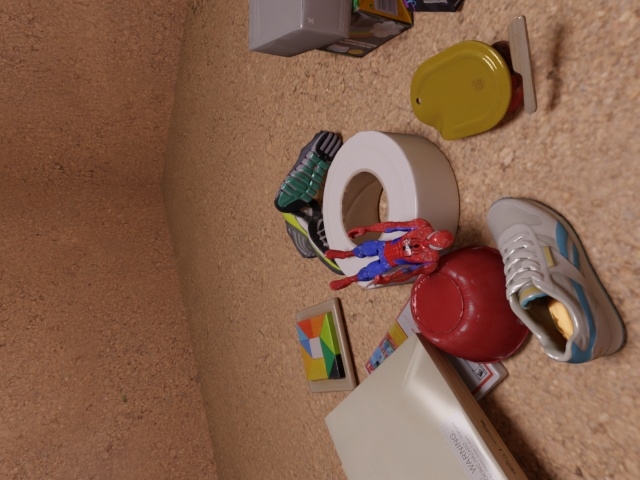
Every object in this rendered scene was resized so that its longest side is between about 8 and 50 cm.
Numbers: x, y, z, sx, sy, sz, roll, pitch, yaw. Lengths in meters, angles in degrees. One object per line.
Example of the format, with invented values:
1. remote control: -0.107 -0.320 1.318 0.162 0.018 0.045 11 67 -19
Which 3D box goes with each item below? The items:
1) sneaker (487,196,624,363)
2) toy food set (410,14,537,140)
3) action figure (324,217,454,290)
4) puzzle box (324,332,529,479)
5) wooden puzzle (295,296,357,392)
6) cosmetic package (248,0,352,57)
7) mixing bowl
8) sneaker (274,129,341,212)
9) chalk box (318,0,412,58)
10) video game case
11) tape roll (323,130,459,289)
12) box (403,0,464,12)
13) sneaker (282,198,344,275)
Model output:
1. sneaker: 0.274 0.038 0.510 0.087 0.092 0.229 -58 44 47
2. toy food set: 0.230 -0.226 0.594 0.218 0.071 0.128 3 120 61
3. action figure: 0.070 0.028 0.627 0.280 0.139 0.091 -23 75 55
4. puzzle box: 0.171 0.382 0.598 0.272 0.052 0.409 -52 46 27
5. wooden puzzle: 0.000 0.277 1.050 0.238 0.044 0.221 -35 63 56
6. cosmetic package: -0.045 -0.419 0.741 0.238 0.107 0.127 25 115 53
7. mixing bowl: 0.201 0.092 0.605 0.181 0.098 0.181 -12 75 51
8. sneaker: -0.037 -0.166 0.990 0.224 0.083 0.098 -51 28 5
9. chalk box: 0.057 -0.448 0.790 0.213 0.132 0.132 3 96 58
10. video game case: 0.187 0.236 0.747 0.204 0.025 0.285 58 139 38
11. tape roll: 0.116 -0.056 0.764 0.286 0.100 0.286 9 101 58
12. box: 0.144 -0.428 0.631 0.029 0.162 0.116 -48 41 1
13. sneaker: 0.000 0.000 0.987 0.300 0.111 0.121 48 149 49
